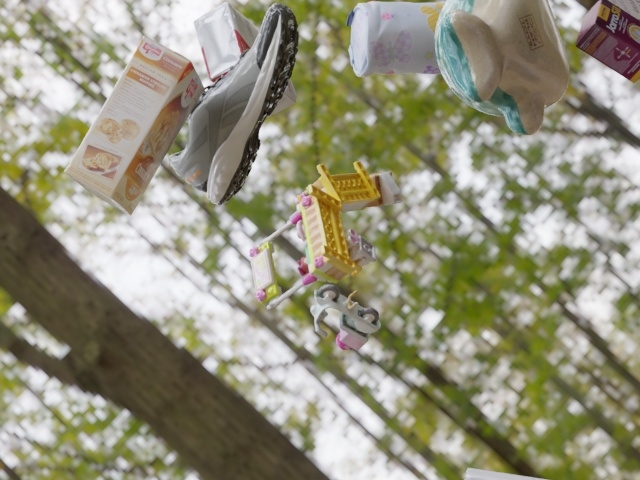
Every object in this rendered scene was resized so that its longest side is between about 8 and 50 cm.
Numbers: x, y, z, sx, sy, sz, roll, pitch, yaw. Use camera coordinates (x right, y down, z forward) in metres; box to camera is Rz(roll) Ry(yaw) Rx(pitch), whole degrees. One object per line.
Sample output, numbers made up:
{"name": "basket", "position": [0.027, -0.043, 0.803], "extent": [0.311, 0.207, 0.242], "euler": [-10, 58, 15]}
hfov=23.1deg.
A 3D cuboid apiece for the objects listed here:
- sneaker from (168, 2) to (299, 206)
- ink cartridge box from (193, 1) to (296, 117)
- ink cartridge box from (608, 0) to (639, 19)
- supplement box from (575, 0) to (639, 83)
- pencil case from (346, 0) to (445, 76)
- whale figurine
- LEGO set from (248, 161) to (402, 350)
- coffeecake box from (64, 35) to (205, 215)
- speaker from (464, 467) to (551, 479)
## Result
{"name": "sneaker", "position": [-0.109, -0.177, 1.962], "extent": [0.271, 0.108, 0.100], "euler": [-63, -6, 20]}
{"name": "ink cartridge box", "position": [-0.106, -0.253, 2.227], "extent": [0.063, 0.109, 0.150], "euler": [-27, -30, 18]}
{"name": "ink cartridge box", "position": [0.415, -0.366, 1.722], "extent": [0.198, 0.273, 0.115], "euler": [47, -126, -34]}
{"name": "supplement box", "position": [0.336, -0.225, 1.762], "extent": [0.043, 0.083, 0.055], "euler": [-51, 12, 47]}
{"name": "pencil case", "position": [0.181, -0.313, 2.466], "extent": [0.273, 0.113, 0.124], "euler": [-2, -39, -10]}
{"name": "whale figurine", "position": [0.183, -0.215, 1.787], "extent": [0.141, 0.216, 0.272], "euler": [-18, 6, 27]}
{"name": "LEGO set", "position": [0.000, 0.000, 1.654], "extent": [0.107, 0.132, 0.287], "euler": [-36, 22, 27]}
{"name": "coffeecake box", "position": [-0.218, -0.134, 1.868], "extent": [0.185, 0.068, 0.142], "euler": [-61, -6, -5]}
{"name": "speaker", "position": [0.251, 0.329, 2.020], "extent": [0.055, 0.136, 0.055], "euler": [8, -90, -80]}
